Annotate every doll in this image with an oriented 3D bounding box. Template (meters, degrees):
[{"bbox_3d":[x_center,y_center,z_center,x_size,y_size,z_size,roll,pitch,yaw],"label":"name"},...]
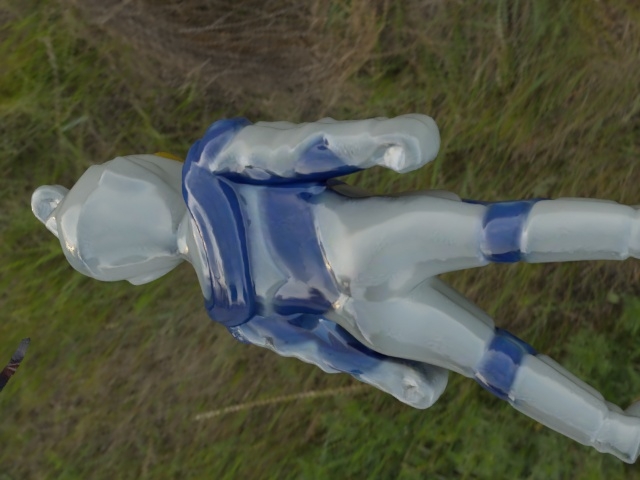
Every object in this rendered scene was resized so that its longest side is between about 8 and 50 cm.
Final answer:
[{"bbox_3d":[0.000,0.000,0.394,0.227,0.057,0.114,12,133,18],"label":"doll"}]

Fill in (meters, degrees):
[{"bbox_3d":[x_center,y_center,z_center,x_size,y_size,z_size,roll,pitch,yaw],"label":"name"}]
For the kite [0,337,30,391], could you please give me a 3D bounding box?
[{"bbox_3d":[-0.261,0.125,0.758,0.127,0.229,0.016,36,134,-4],"label":"kite"}]
